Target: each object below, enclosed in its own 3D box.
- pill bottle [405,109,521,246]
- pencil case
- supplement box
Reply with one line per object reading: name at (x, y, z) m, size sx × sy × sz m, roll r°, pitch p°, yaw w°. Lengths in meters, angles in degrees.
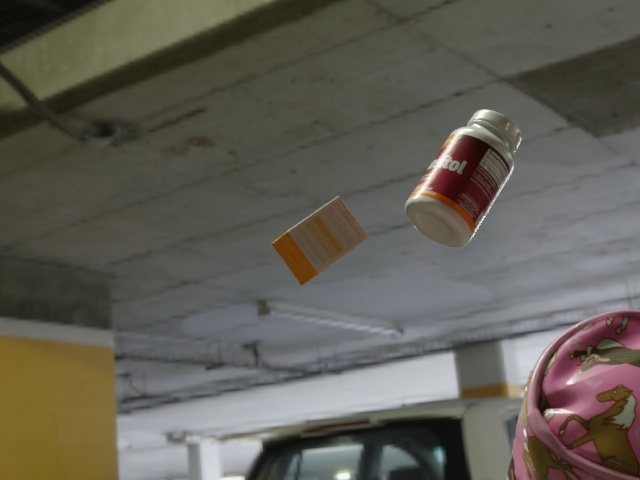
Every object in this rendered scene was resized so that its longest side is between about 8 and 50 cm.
pill bottle at (0.169, -0.074, 1.245) m, size 0.086 × 0.152 × 0.086 m, roll 29°, pitch -21°, yaw 12°
pencil case at (0.240, 0.223, 0.918) m, size 0.160 × 0.167 × 0.386 m, roll 23°, pitch -33°, yaw 22°
supplement box at (0.000, 0.000, 1.252) m, size 0.098 × 0.062 × 0.036 m, roll -35°, pitch -2°, yaw -36°
